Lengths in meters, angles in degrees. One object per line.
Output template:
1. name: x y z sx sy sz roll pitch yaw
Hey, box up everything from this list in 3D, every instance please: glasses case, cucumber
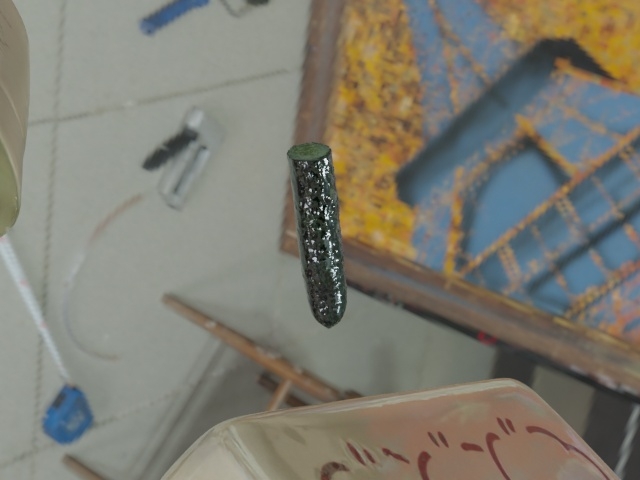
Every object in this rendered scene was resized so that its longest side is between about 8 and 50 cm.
1. glasses case: 0.056 0.141 0.626 0.076 0.144 0.336 -51 158 17
2. cucumber: 0.000 0.000 0.932 0.032 0.032 0.133 -33 126 -40

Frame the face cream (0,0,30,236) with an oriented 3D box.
1. face cream: -0.235 -0.114 0.775 0.173 0.348 0.081 42 97 -21
